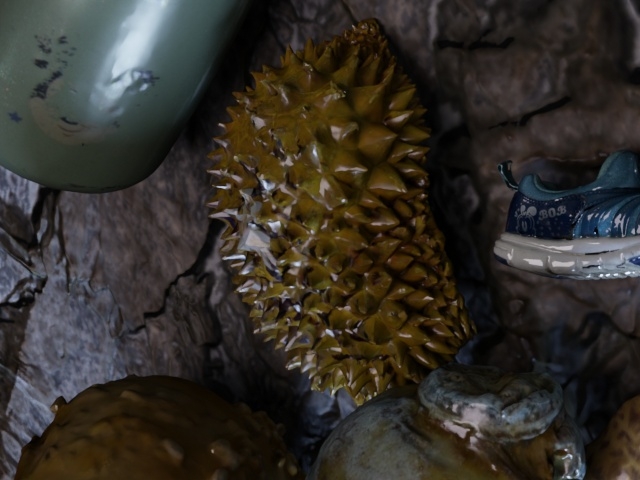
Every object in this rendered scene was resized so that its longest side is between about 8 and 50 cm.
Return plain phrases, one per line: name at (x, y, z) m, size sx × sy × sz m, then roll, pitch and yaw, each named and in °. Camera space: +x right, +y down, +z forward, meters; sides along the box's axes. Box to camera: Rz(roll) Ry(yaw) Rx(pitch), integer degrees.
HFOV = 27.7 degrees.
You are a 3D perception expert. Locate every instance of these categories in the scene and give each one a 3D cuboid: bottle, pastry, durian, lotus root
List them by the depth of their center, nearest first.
lotus root at (0.049, 0.234, 0.756) m, size 0.175 × 0.175 × 0.349 m, roll 17°, pitch 100°, yaw 34°
bottle at (-0.104, -0.193, 0.807) m, size 0.168 × 0.168 × 0.347 m, roll 50°, pitch 128°, yaw 15°
durian at (-0.001, 0.003, 0.813) m, size 0.183 × 0.138 × 0.249 m, roll -11°, pitch 103°, yaw 32°
pastry at (-0.090, 0.234, 0.861) m, size 0.184 × 0.315 × 0.284 m, roll -7°, pitch 116°, yaw 9°

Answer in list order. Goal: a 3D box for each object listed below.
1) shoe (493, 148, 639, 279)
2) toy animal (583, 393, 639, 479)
shoe at (0.165, -0.015, 0.719) m, size 0.143 × 0.064 × 0.071 m, roll -4°, pitch 83°, yaw 34°
toy animal at (0.205, 0.134, 0.735) m, size 0.149 × 0.054 × 0.275 m, roll 19°, pitch 114°, yaw 31°
